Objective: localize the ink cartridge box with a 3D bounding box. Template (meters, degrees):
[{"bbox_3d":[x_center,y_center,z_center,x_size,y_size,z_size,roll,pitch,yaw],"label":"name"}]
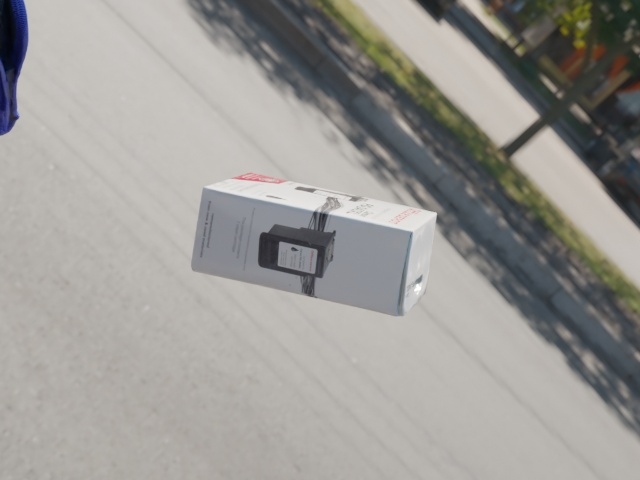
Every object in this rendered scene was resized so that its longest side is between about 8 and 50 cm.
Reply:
[{"bbox_3d":[0.000,0.000,0.858,0.150,0.063,0.109,12,11,12],"label":"ink cartridge box"}]

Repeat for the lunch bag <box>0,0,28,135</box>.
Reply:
[{"bbox_3d":[-0.164,-0.113,0.438,0.151,0.096,0.129,45,25,-73],"label":"lunch bag"}]
